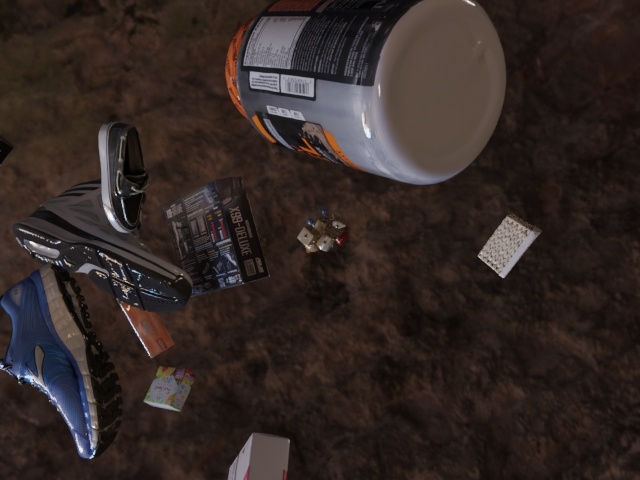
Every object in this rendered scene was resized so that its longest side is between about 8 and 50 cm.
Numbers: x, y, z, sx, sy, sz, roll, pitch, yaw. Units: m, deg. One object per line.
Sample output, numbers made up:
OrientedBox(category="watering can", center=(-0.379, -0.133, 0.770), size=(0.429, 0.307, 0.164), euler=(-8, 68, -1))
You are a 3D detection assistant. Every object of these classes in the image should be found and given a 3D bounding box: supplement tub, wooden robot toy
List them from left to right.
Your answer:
OrientedBox(category="wooden robot toy", center=(0.000, 0.000, 1.342), size=(0.079, 0.076, 0.173), euler=(-55, 174, 22))
OrientedBox(category="supplement tub", center=(0.034, -0.196, 0.835), size=(0.207, 0.207, 0.338), euler=(-41, -146, -19))

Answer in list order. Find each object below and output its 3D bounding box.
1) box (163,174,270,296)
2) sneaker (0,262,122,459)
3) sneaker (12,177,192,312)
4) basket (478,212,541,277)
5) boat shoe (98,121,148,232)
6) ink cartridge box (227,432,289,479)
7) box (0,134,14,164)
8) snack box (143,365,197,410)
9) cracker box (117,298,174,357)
OrientedBox(category="box", center=(-0.259, -0.001, 1.656), size=(0.076, 0.243, 0.307), euler=(-15, 178, -36))
OrientedBox(category="sneaker", center=(-0.444, 0.213, 1.162), size=(0.147, 0.330, 0.130), euler=(-24, 170, 0))
OrientedBox(category="sneaker", center=(-0.422, -0.025, 1.497), size=(0.447, 0.169, 0.257), euler=(20, -128, 20))
OrientedBox(category="basket", center=(0.554, 0.010, 2.027), size=(0.167, 0.103, 0.113), euler=(-56, 164, 18))
OrientedBox(category="boat shoe", center=(-0.366, -0.113, 1.301), size=(0.070, 0.219, 0.078), euler=(10, -152, 25))
OrientedBox(category="ink cartridge box", center=(-0.146, 0.548, 1.536), size=(0.092, 0.218, 0.159), euler=(14, -132, -12))
OrientedBox(category="box", center=(-0.774, -0.148, 1.288), size=(0.079, 0.322, 0.257), euler=(35, -92, 19))
OrientedBox(category="snack box", center=(-0.380, 0.373, 1.742), size=(0.141, 0.037, 0.100), euler=(-8, -127, 48))
OrientedBox(category="cracker box", center=(-0.440, 0.166, 1.662), size=(0.067, 0.156, 0.232), euler=(-29, -155, -16))
